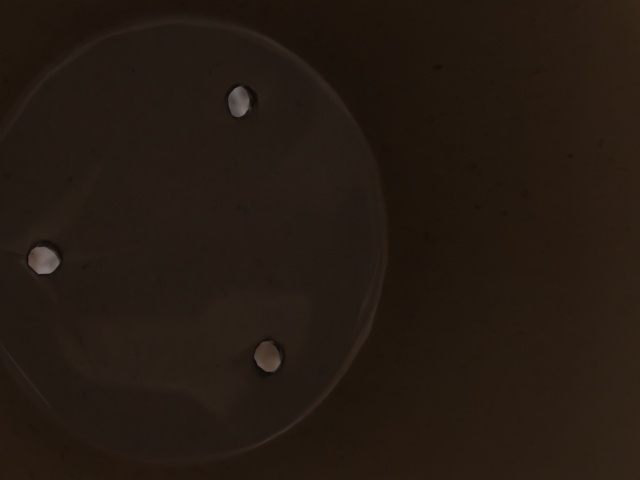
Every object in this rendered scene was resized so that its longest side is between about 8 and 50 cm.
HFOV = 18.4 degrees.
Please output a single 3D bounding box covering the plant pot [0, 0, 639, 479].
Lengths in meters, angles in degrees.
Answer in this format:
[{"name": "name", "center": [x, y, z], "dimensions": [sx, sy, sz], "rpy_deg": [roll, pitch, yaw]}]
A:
[{"name": "plant pot", "center": [0.000, 0.000, 0.507], "dimensions": [0.191, 0.284, 0.284], "rpy_deg": [3, 113, 62]}]
